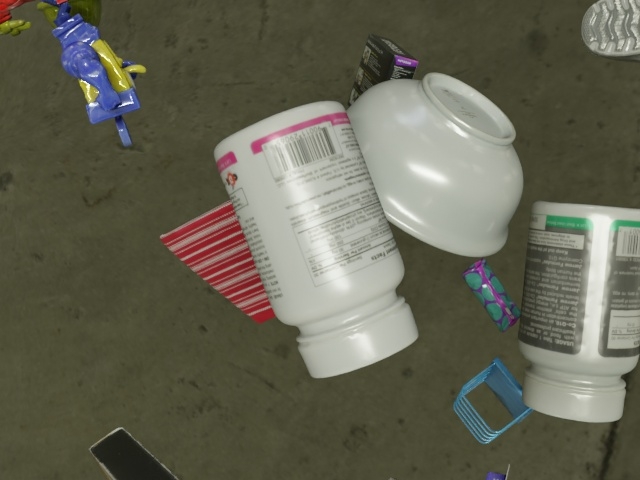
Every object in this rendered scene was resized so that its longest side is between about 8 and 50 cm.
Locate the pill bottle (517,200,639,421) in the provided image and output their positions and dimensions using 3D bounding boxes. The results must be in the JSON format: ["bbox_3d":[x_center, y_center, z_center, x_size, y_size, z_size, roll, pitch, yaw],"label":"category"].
[{"bbox_3d":[0.455,0.117,1.317,0.204,0.204,0.361,4,94,-24],"label":"pill bottle"}]

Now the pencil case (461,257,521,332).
[{"bbox_3d":[0.359,0.113,1.565,0.064,0.070,0.152,-34,83,-8],"label":"pencil case"}]

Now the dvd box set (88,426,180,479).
[{"bbox_3d":[-0.150,0.471,1.009,0.062,0.307,0.420,-33,111,-25],"label":"dvd box set"}]

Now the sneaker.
[{"bbox_3d":[0.482,-0.283,0.981,0.281,0.115,0.105,5,98,10],"label":"sneaker"}]

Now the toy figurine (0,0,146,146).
[{"bbox_3d":[-0.316,-0.211,0.965,0.191,0.362,0.217,-30,107,-8],"label":"toy figurine"}]

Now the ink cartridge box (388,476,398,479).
[{"bbox_3d":[0.120,0.505,1.245,0.127,0.072,0.175,44,74,-10],"label":"ink cartridge box"}]

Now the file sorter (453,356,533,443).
[{"bbox_3d":[0.341,0.329,1.505,0.104,0.170,0.118,-35,69,-10],"label":"file sorter"}]

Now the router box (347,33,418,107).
[{"bbox_3d":[0.100,-0.260,1.257,0.046,0.179,0.133,11,114,-16],"label":"router box"}]

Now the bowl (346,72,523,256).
[{"bbox_3d":[0.163,-0.127,1.002,0.297,0.298,0.134,19,125,-24],"label":"bowl"}]

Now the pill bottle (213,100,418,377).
[{"bbox_3d":[0.000,0.000,0.858,0.160,0.160,0.283,-21,91,-20],"label":"pill bottle"}]

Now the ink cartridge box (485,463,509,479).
[{"bbox_3d":[0.301,0.540,1.377,0.208,0.045,0.206,83,25,-46],"label":"ink cartridge box"}]

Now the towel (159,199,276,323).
[{"bbox_3d":[-0.128,0.044,1.355,0.275,0.198,0.031,45,38,-30],"label":"towel"}]
